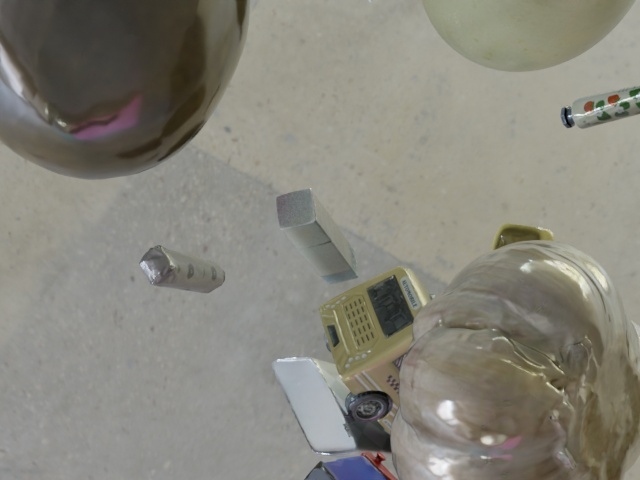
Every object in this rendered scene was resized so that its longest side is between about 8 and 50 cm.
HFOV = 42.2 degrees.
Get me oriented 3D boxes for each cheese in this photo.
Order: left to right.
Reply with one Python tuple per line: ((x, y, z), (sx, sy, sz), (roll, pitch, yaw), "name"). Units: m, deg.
((0.263, 0.057, 1.137), (0.086, 0.036, 0.162), (12, 79, 34), "cheese")

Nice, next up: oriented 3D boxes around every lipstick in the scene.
((0.000, 0.000, 1.486), (0.068, 0.317, 0.066), (-13, 68, 11), "lipstick")

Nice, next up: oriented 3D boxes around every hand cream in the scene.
((0.576, -0.256, 1.527), (0.095, 0.276, 0.059), (14, 74, -41), "hand cream")

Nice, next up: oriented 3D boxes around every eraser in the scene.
((0.091, 0.314, 1.488), (0.082, 0.397, 0.213), (-39, 58, 17), "eraser")

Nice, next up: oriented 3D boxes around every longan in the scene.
((-0.121, -0.126, 0.446), (0.167, 0.167, 0.187), (-6, 90, -14), "longan")

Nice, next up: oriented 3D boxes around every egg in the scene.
((0.183, -0.244, 0.706), (0.189, 0.254, 0.188), (0, 90, -11), "egg")

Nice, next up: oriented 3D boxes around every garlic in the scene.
((0.134, 0.110, 0.574), (0.152, 0.228, 0.228), (15, 55, 45), "garlic")

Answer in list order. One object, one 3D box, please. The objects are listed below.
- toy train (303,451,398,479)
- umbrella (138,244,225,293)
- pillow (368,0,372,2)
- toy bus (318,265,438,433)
((-0.007, 0.253, 0.599), (0.083, 0.131, 0.204), (39, 98, 26), "toy train")
((-0.262, 0.063, 1.645), (0.067, 0.337, 0.073), (-26, 78, 9), "umbrella")
((0.091, -0.487, 1.208), (0.144, 0.254, 0.078), (45, 37, 4), "pillow")
((0.157, 0.219, 1.283), (0.202, 0.365, 0.177), (-32, 39, 10), "toy bus")
